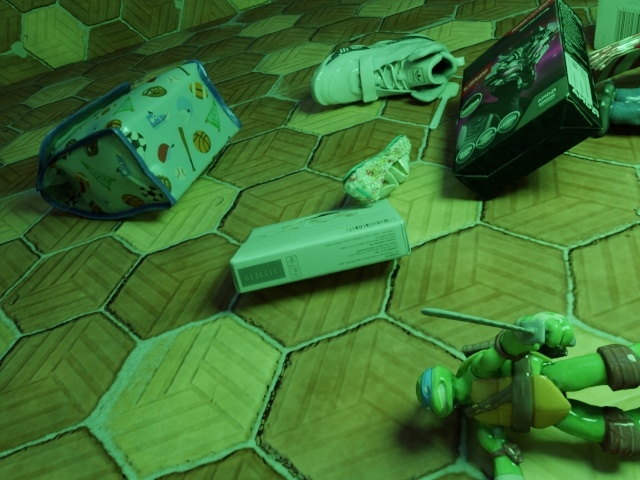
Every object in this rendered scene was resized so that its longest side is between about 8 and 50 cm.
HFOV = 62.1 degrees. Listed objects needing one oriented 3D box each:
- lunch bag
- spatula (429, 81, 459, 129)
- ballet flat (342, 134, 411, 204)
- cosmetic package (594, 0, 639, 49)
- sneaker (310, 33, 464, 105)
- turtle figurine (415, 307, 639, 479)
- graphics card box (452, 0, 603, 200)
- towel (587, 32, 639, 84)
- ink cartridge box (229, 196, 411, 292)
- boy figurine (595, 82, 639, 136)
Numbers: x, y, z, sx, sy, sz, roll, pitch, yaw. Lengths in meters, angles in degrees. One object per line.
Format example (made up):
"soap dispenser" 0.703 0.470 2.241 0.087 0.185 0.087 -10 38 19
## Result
"lunch bag" -0.440 -0.221 1.230 0.386 0.239 0.328 -9 35 37
"spatula" 0.347 -0.326 1.238 0.168 0.019 0.242 4 41 23
"ballet flat" 0.124 -0.131 1.020 0.077 0.091 0.241 43 44 7
"cosmetic package" 0.900 -0.576 1.238 0.453 0.161 0.230 -26 38 -15
"sneaker" 0.166 -0.412 1.309 0.366 0.137 0.210 -21 31 -12
"turtle figurine" 0.227 0.171 0.497 0.266 0.274 0.197 -4 72 9
"graphics card box" 0.365 -0.268 0.972 0.233 0.094 0.371 -35 28 44
"towel" 0.656 -0.372 1.021 0.329 0.037 0.237 -19 -3 15
"ink cartridge box" 0.000 0.000 0.915 0.275 0.060 0.239 -13 12 4
"boy figurine" 0.658 -0.240 0.950 0.285 0.092 0.177 8 42 28
